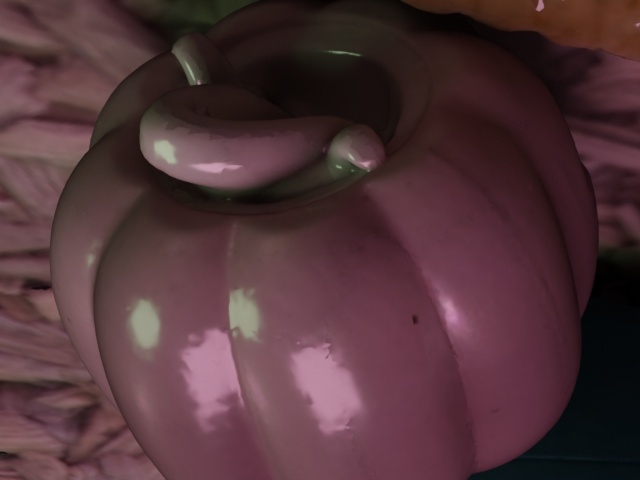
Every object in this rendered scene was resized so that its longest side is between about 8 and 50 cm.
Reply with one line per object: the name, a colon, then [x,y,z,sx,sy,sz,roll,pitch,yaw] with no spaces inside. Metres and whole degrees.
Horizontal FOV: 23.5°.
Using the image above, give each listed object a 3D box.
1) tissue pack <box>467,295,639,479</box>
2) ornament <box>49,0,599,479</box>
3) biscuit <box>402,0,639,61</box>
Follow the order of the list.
tissue pack: [0.147,0.135,0.636,0.287,0.206,0.198,3,146,7]
ornament: [0.001,0.000,0.496,0.178,0.177,0.177,7,147,4]
biscuit: [0.110,-0.152,0.346,0.217,0.044,0.325,11,147,-1]
